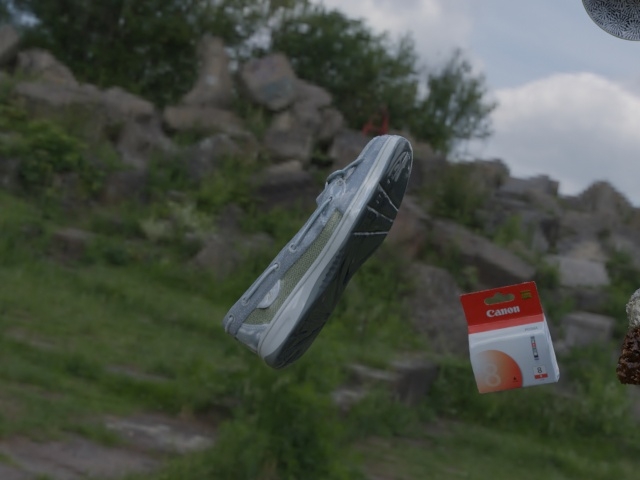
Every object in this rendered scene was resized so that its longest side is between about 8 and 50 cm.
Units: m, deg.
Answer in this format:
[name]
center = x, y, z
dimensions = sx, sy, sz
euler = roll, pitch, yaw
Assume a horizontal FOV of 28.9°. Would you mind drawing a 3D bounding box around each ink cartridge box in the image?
[ink cartridge box]
center = 0.330, 0.173, 2.187
dimensions = 0.145, 0.179, 0.045
euler = -12, 14, 23

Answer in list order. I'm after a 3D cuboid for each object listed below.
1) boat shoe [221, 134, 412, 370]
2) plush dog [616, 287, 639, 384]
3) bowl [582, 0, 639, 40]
[boat shoe]
center = 0.000, 0.002, 1.512
dimensions = 0.103, 0.320, 0.118
euler = 33, 4, 21
[plush dog]
center = 0.561, 0.153, 1.891
dimensions = 0.225, 0.262, 0.210
euler = 36, -37, -11
[bowl]
center = 0.521, -0.420, 2.040
dimensions = 0.170, 0.080, 0.170
euler = 22, -41, 20
